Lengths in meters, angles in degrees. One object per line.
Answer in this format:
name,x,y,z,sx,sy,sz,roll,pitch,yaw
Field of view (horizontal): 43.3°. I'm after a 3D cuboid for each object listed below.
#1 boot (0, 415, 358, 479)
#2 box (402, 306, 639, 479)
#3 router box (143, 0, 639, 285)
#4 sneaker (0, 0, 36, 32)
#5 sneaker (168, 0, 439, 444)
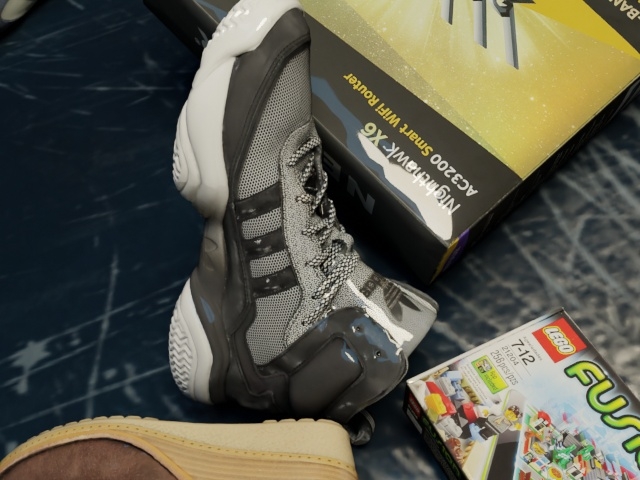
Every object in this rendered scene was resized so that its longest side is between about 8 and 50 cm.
boot,-0.094,0.204,0.433,0.248,0.090,0.207,-9,52,17
box,0.145,0.143,0.437,0.114,0.036,0.207,-23,55,-15
router box,0.057,-0.162,0.567,0.243,0.081,0.309,-41,76,-15
sneaker,-0.243,-0.323,0.781,0.131,0.112,0.319,16,67,26
sneaker,0.000,0.000,0.472,0.153,0.268,0.101,19,29,16
